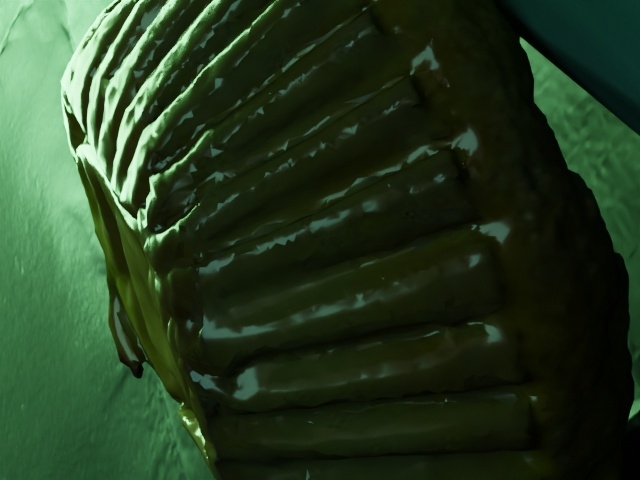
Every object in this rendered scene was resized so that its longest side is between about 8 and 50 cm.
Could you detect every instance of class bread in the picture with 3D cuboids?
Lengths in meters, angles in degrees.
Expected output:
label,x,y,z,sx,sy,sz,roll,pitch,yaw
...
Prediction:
label,x,y,z,sx,sy,sz,roll,pitch,yaw
bread,0.000,0.000,0.610,0.274,0.149,0.274,60,165,28

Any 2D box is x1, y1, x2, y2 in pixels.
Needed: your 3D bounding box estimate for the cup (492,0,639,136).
label,x,y,z,sx,sy,sz,roll,pitch,yaw
cup,0.118,-0.095,0.521,0.236,0.134,0.148,45,121,53
